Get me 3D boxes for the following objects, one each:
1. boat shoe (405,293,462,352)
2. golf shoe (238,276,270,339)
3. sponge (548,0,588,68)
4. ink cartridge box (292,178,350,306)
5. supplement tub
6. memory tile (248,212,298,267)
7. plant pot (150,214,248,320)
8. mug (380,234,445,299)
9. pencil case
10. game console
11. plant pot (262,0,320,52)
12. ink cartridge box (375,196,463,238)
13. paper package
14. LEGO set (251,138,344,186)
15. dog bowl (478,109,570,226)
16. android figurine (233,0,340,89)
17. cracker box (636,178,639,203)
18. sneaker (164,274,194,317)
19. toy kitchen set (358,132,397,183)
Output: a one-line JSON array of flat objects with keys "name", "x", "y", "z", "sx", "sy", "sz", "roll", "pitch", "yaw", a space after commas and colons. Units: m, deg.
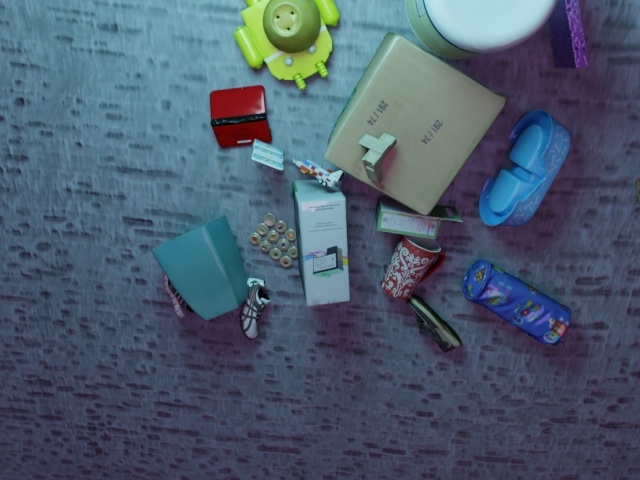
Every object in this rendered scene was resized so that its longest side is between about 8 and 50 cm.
[{"name": "boat shoe", "x": 0.315, "y": 0.245, "z": 1.466, "sx": 0.073, "sy": 0.080, "sz": 0.223, "roll": -43, "pitch": 108, "yaw": 13}, {"name": "golf shoe", "x": -0.190, "y": 0.201, "z": 1.483, "sx": 0.093, "sy": 0.077, "sz": 0.198, "roll": -3, "pitch": 113, "yaw": 5}, {"name": "sponge", "x": 0.542, "y": -0.489, "z": 1.137, "sx": 0.031, "sy": 0.117, "sz": 0.210, "roll": -16, "pitch": 109, "yaw": 9}, {"name": "ink cartridge box", "x": 0.000, "y": 0.000, "z": 1.317, "sx": 0.117, "sy": 0.201, "sz": 0.278, "roll": -6, "pitch": 112, "yaw": -6}, {"name": "supplement tub", "x": 0.291, "y": -0.477, "z": 0.984, "sx": 0.235, "sy": 0.325, "sz": 0.236, "roll": 0, "pitch": 107, "yaw": 1}, {"name": "memory tile", "x": -0.118, "y": 0.000, "z": 1.432, "sx": 0.148, "sy": 0.012, "sz": 0.113, "roll": 37, "pitch": 109, "yaw": -10}, {"name": "plant pot", "x": -0.301, "y": 0.082, "z": 1.371, "sx": 0.165, "sy": 0.165, "sz": 0.234, "roll": -22, "pitch": 98, "yaw": 12}, {"name": "mug", "x": 0.254, "y": 0.075, "z": 1.387, "sx": 0.150, "sy": 0.113, "sz": 0.169, "roll": 22, "pitch": 115, "yaw": -3}, {"name": "pencil case", "x": 0.534, "y": 0.173, "z": 1.402, "sx": 0.306, "sy": 0.119, "sz": 0.133, "roll": 29, "pitch": 113, "yaw": -8}, {"name": "game console", "x": -0.203, "y": -0.316, "z": 1.311, "sx": 0.143, "sy": 0.085, "sz": 0.124, "roll": -5, "pitch": 142, "yaw": 6}, {"name": "plant pot", "x": -0.069, "y": -0.486, "z": 1.131, "sx": 0.134, "sy": 0.095, "sz": 0.134, "roll": 1, "pitch": 109, "yaw": 4}, {"name": "ink cartridge box", "x": 0.252, "y": -0.056, "z": 1.333, "sx": 0.209, "sy": 0.109, "sz": 0.062, "roll": 8, "pitch": 112, "yaw": 0}, {"name": "paper package", "x": 0.212, "y": -0.277, "z": 1.217, "sx": 0.309, "sy": 0.168, "sz": 0.325, "roll": 29, "pitch": 111, "yaw": -6}, {"name": "LEGO set", "x": -0.045, "y": -0.196, "z": 1.252, "sx": 0.244, "sy": 0.182, "sz": 0.060, "roll": 20, "pitch": 109, "yaw": -13}, {"name": "dog bowl", "x": 0.499, "y": -0.165, "z": 1.252, "sx": 0.074, "sy": 0.166, "sz": 0.297, "roll": 16, "pitch": 112, "yaw": -16}, {"name": "android figurine", "x": -0.076, "y": -0.498, "z": 1.209, "sx": 0.248, "sy": 0.056, "sz": 0.273, "roll": -23, "pitch": 107, "yaw": 12}, {"name": "cracker box", "x": 0.924, "y": -0.123, "z": 1.238, "sx": 0.232, "sy": 0.156, "sz": 0.067, "roll": -12, "pitch": 110, "yaw": 8}, {"name": "sneaker", "x": -0.397, "y": 0.146, "z": 1.482, "sx": 0.074, "sy": 0.063, "sz": 0.171, "roll": -9, "pitch": 116, "yaw": 7}, {"name": "toy kitchen set", "x": 0.125, "y": -0.193, "z": 1.156, "sx": 0.068, "sy": 0.075, "sz": 0.083, "roll": 32, "pitch": 75, "yaw": 30}]
